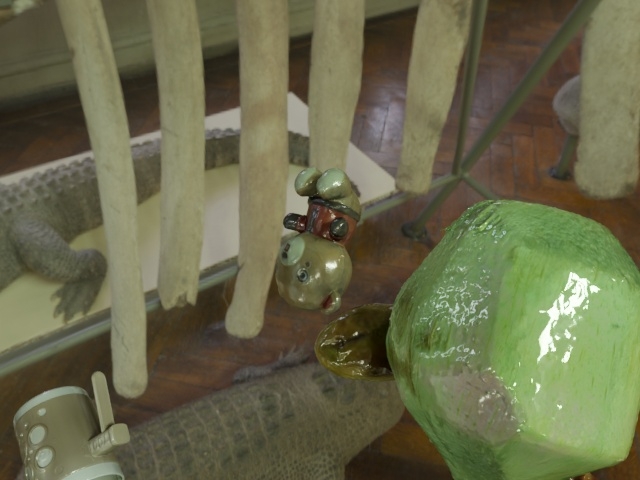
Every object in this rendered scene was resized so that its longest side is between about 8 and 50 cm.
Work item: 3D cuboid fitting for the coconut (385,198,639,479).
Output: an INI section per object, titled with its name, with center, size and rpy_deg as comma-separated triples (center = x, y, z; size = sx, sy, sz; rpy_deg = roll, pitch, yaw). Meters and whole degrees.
[coconut]
center = 0.212, 0.126, 0.637
size = 0.281, 0.328, 0.328
rpy_deg = 15, 43, -8

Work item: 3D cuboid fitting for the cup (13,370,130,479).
[cup]
center = -0.228, 0.181, 0.515
size = 0.074, 0.102, 0.099
rpy_deg = -10, 51, -41

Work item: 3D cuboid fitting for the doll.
[doll]
center = 0.000, 0.000, 1.316
size = 0.174, 0.330, 0.235
rpy_deg = 17, -1, -42

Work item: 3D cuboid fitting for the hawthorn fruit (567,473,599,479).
[hawthorn fruit]
center = 0.609, 0.795, 1.515
size = 0.402, 0.403, 0.403
rpy_deg = 1, 44, -1

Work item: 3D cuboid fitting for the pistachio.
[pistachio]
center = 0.087, 0.146, 0.826
size = 0.189, 0.110, 0.100
rpy_deg = 7, -3, -20
